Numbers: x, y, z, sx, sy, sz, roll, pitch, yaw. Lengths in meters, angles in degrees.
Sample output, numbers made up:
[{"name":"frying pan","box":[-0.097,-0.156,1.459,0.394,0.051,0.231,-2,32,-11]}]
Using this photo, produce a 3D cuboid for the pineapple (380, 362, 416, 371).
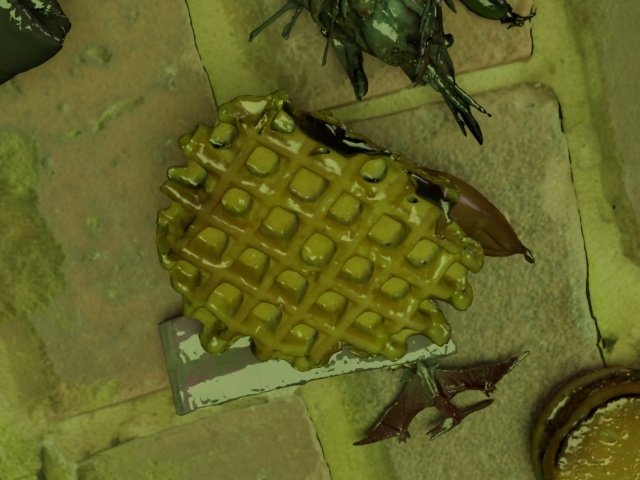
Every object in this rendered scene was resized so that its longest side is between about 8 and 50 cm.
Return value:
[{"name":"pineapple","box":[0.092,0.118,1.228,0.083,0.019,0.045,-38,100,3]}]

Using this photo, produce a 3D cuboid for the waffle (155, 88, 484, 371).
[{"name":"waffle","box":[0.000,0.002,1.060,0.312,0.060,0.307,-1,123,-2]}]

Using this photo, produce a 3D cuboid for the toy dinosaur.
[{"name":"toy dinosaur","box":[0.131,0.170,1.231,0.220,0.032,0.108,-28,122,2]}]

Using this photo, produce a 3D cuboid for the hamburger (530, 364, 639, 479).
[{"name":"hamburger","box":[0.327,0.238,1.241,0.182,0.118,0.191,-26,103,2]}]

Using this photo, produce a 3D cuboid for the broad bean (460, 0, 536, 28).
[{"name":"broad bean","box":[0.135,-0.304,1.114,0.069,0.039,0.226,-30,108,7]}]

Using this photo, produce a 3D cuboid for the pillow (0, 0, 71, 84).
[{"name":"pillow","box":[-0.389,-0.263,0.983,0.228,0.101,0.326,-22,112,32]}]

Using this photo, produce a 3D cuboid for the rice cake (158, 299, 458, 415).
[{"name":"rice cake","box":[-0.014,0.100,1.179,0.298,0.050,0.106,-12,84,-4]}]

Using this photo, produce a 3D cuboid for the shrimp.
[{"name":"shrimp","box":[0.028,-0.228,1.082,0.172,0.137,0.372,-22,101,36]}]

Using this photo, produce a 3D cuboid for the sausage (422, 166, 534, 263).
[{"name":"sausage","box":[0.064,-0.027,1.140,0.328,0.112,0.112,9,103,-9]}]
